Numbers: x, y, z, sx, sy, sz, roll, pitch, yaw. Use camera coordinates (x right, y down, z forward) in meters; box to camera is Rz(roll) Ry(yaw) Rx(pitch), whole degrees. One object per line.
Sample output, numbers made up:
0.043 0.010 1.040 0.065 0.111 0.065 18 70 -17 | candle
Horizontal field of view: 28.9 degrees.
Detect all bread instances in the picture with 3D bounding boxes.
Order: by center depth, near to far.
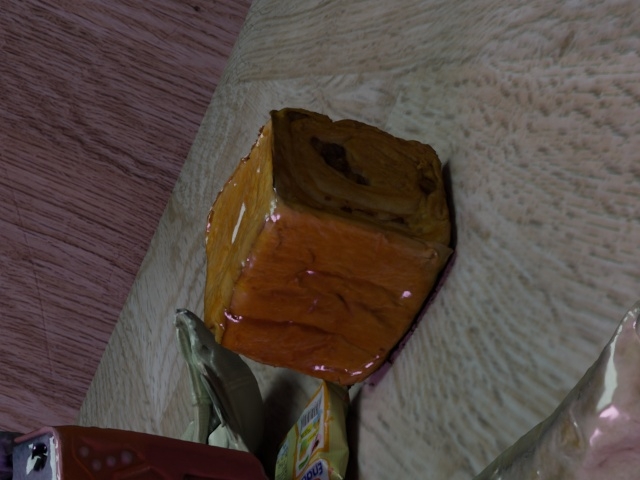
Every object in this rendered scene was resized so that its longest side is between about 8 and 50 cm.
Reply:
0.000 0.000 0.895 0.158 0.149 0.143 -83 17 -50 | bread

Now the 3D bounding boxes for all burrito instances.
0.088 0.122 0.536 0.082 0.059 0.275 -99 31 -44 | burrito

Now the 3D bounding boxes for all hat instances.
-0.081 0.194 1.050 0.226 0.164 0.219 33 108 37 | hat

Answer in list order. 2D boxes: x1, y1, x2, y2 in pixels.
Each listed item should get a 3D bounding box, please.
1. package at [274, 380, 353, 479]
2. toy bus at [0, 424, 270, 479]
-0.007 0.166 0.895 0.108 0.031 0.121 -57 18 35 | package
-0.228 0.270 0.925 0.427 0.233 0.203 -25 62 45 | toy bus
